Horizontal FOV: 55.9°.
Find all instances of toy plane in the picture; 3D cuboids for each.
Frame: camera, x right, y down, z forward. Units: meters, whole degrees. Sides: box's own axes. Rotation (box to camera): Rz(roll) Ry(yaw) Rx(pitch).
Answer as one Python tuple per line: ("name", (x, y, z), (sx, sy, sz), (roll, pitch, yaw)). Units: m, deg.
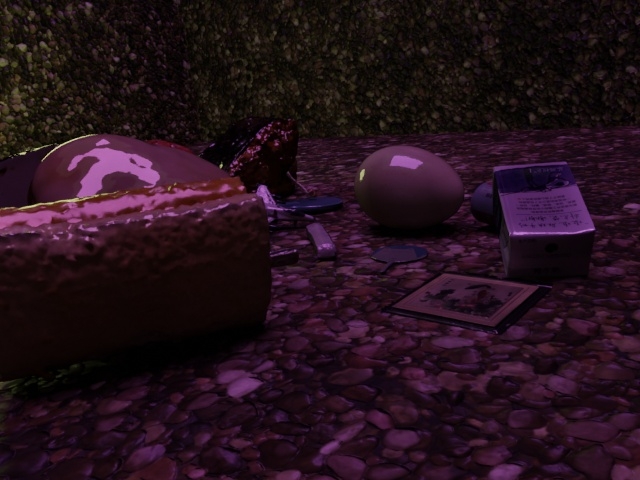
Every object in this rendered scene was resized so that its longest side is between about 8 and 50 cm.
("toy plane", (-0.126, -0.068, 1.487), (0.234, 0.082, 0.160), (20, 51, -11))

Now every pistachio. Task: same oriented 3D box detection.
("pistachio", (-0.382, -0.070, 1.220), (0.446, 0.281, 0.365), (6, 33, 13))

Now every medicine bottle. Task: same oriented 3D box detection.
("medicine bottle", (0.416, -0.057, 1.231), (0.090, 0.090, 0.217), (-16, 25, -32))

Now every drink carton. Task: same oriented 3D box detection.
("drink carton", (0.379, -0.039, 1.047), (0.134, 0.101, 0.222), (-2, 36, 9))

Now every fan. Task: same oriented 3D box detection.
("fan", (0.144, 0.034, 1.163), (0.113, 0.005, 0.175), (1, 16, 23))

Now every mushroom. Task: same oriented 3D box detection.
("mushroom", (-0.102, -0.205, 1.775), (0.026, 0.028, 0.286), (1, 34, -49))

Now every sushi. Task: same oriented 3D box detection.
("sushi", (-0.191, -0.188, 1.660), (0.208, 0.234, 0.348), (15, 58, 39))

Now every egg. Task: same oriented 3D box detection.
("egg", (0.196, -0.116, 1.345), (0.254, 0.188, 0.189), (10, 22, 32))

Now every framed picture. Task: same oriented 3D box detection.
("framed picture", (0.225, 0.087, 0.933), (0.199, 0.010, 0.195), (7, 20, 39))

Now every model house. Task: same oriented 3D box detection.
("model house", (-0.636, -0.065, 1.535), (0.317, 0.297, 0.282), (-14, -20, 19))

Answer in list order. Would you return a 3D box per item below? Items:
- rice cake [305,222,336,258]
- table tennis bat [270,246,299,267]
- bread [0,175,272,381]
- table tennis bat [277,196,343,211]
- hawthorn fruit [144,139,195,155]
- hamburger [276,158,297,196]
("rice cake", (0.000, 0.000, 1.292), (0.047, 0.036, 0.206), (-20, 17, -5))
("table tennis bat", (-0.154, 0.045, 1.010), (0.247, 0.138, 0.022), (-9, 38, -22))
("bread", (-0.262, 0.053, 0.832), (0.376, 0.236, 0.165), (-10, 28, -24))
("table tennis bat", (-0.049, -0.094, 1.652), (0.237, 0.038, 0.149), (-11, 16, -34))
("hawthorn fruit", (-0.417, -0.170, 1.718), (0.272, 0.241, 0.242), (-7, 12, -39))
("hamburger", (-0.220, -0.223, 1.955), (0.319, 0.158, 0.318), (-2, 14, 0))
